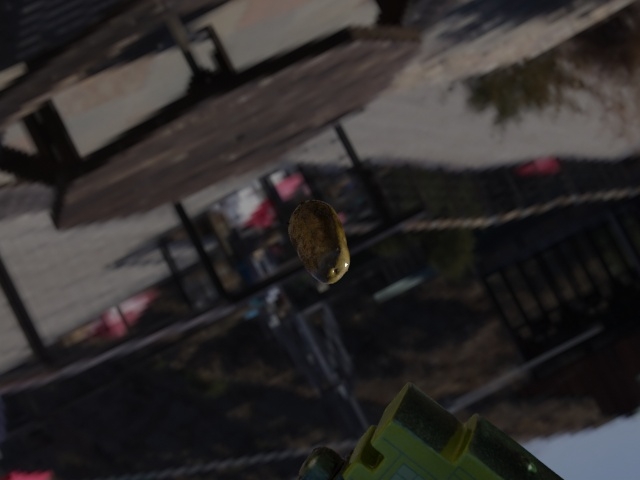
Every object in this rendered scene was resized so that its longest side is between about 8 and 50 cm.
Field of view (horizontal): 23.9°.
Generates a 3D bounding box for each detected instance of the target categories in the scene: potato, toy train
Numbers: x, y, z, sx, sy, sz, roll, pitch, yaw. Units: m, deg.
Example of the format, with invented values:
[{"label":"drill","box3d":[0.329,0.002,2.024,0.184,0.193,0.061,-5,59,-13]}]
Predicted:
[{"label":"potato","box3d":[0.000,0.000,1.301,0.040,0.083,0.051,-3,139,-30]},{"label":"toy train","box3d":[0.190,0.385,2.003,0.272,0.442,0.179,-52,179,20]}]
